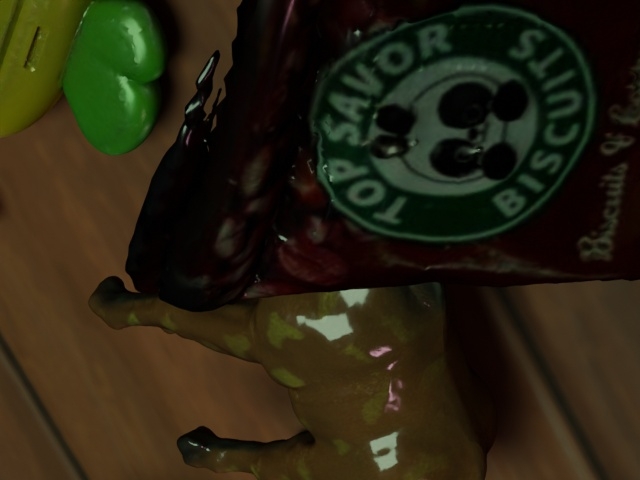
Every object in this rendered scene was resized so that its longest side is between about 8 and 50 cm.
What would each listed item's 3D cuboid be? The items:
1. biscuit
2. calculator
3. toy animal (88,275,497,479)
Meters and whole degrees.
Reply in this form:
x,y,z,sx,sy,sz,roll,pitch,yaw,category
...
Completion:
x,y,z,sx,sy,sz,roll,pitch,yaw,category
0.071,-0.037,0.513,0.063,0.235,0.151,-110,25,-51,biscuit
-0.148,-0.118,0.709,0.235,0.032,0.146,39,132,14,calculator
0.000,0.000,0.625,0.229,0.066,0.224,-17,112,52,toy animal
